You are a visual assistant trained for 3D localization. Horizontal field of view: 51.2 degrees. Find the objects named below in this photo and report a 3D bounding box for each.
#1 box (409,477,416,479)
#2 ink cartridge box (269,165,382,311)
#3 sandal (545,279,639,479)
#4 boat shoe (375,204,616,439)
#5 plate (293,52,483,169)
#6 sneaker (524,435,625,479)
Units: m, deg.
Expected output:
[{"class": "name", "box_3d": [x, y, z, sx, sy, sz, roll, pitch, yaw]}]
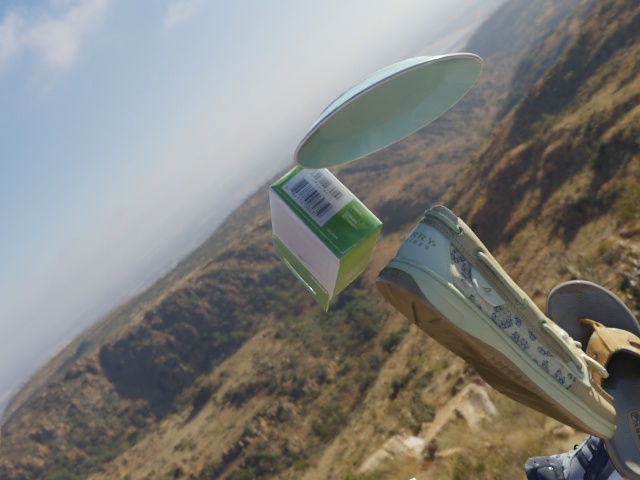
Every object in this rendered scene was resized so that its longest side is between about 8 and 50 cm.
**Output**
[{"class": "box", "box_3d": [0.121, 0.538, 1.005, 0.142, 0.154, 0.300, -33, 17, 24]}, {"class": "ink cartridge box", "box_3d": [0.000, 0.000, 0.771, 0.062, 0.109, 0.209, -40, -14, -16]}, {"class": "sandal", "box_3d": [0.300, 0.137, 0.676, 0.090, 0.219, 0.060, -14, -24, 6]}, {"class": "boat shoe", "box_3d": [0.177, 0.084, 0.593, 0.089, 0.285, 0.104, -57, 25, -12]}, {"class": "plate", "box_3d": [0.057, -0.120, 0.603, 0.188, 0.024, 0.188, -24, -9, -4]}, {"class": "sneaker", "box_3d": [0.386, 0.307, 0.967, 0.153, 0.101, 0.268, -2, 65, 49]}]
